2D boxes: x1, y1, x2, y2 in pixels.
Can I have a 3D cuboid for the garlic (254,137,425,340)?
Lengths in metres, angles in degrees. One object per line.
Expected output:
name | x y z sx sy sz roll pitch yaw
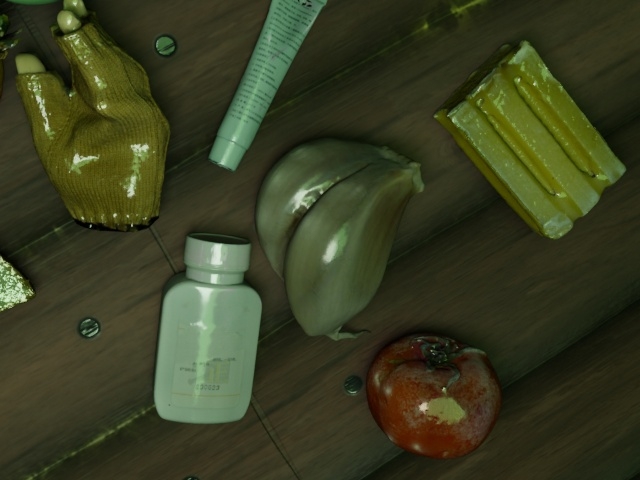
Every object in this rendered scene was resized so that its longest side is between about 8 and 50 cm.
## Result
garlic | 0.000 0.000 1.230 0.246 0.231 0.340 -17 128 -56

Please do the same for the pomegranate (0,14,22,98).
pomegranate | -0.528 -0.246 1.015 0.235 0.210 0.210 -31 105 5

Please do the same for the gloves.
gloves | -0.325 -0.178 1.098 0.203 0.155 0.356 6 122 20

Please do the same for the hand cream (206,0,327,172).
hand cream | -0.089 -0.268 1.203 0.085 0.058 0.331 25 91 -15

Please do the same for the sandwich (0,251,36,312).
sandwich | -0.560 0.083 1.107 0.215 0.065 0.186 -42 113 -17

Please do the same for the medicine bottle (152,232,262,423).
medicine bottle | -0.182 0.141 1.216 0.161 0.111 0.296 4 99 -16

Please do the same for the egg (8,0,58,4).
egg | -0.387 -0.455 1.012 0.220 0.220 0.269 23 86 -17

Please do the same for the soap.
soap | 0.370 -0.172 1.323 0.199 0.091 0.315 -46 107 -3

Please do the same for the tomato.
tomato | 0.195 0.272 1.282 0.232 0.232 0.188 -5 121 -14
